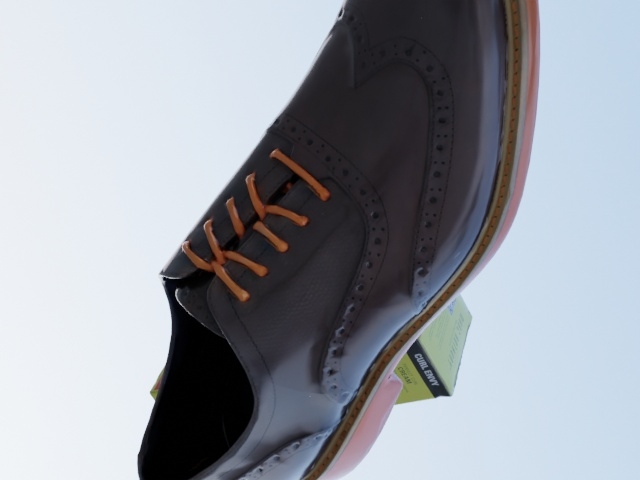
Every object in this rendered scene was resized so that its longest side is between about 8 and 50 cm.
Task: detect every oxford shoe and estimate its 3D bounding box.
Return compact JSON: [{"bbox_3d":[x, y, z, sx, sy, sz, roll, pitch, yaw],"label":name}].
[{"bbox_3d":[0.000,0.000,0.382,0.097,0.098,0.271,39,-59,37],"label":"oxford shoe"}]

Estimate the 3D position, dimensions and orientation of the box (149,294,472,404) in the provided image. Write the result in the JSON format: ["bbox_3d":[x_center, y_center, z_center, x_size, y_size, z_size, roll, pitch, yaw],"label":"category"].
[{"bbox_3d":[-0.009,0.085,0.730,0.232,0.087,0.058,-15,-59,31],"label":"box"}]
